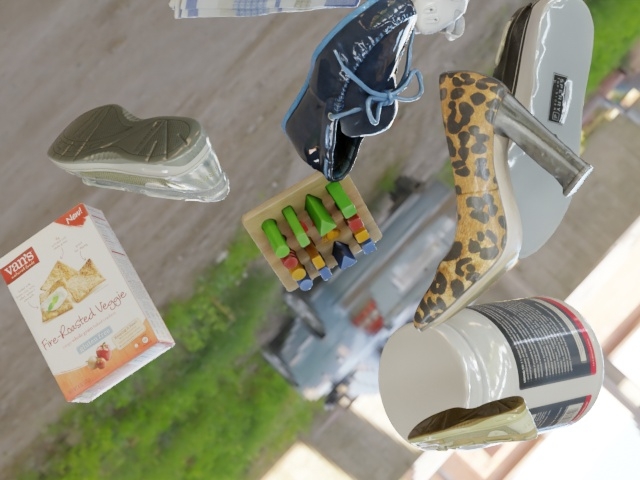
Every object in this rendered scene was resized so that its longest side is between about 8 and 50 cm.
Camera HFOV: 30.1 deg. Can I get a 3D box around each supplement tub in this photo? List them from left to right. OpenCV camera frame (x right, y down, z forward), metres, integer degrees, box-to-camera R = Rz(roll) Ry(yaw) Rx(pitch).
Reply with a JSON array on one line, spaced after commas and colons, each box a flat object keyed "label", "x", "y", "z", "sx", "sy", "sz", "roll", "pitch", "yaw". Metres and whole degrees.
[{"label": "supplement tub", "x": 0.232, "y": 0.179, "z": 1.609, "sx": 0.272, "sy": 0.191, "sz": 0.191, "roll": -4, "pitch": 143, "yaw": -40}]

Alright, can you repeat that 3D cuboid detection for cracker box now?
[{"label": "cracker box", "x": -0.327, "y": 0.086, "z": 1.645, "sx": 0.156, "sy": 0.232, "sz": 0.067, "roll": -34, "pitch": 163, "yaw": 8}]

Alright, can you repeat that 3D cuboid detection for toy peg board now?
[{"label": "toy peg board", "x": 0.000, "y": 0.000, "z": 1.668, "sx": 0.161, "sy": 0.079, "sz": 0.160, "roll": -30, "pitch": 132, "yaw": 1}]

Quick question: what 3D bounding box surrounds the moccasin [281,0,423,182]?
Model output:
[{"label": "moccasin", "x": 0.057, "y": -0.184, "z": 1.461, "sx": 0.138, "sy": 0.117, "sz": 0.342, "roll": -30, "pitch": 168, "yaw": -21}]

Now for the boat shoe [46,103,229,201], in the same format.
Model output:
[{"label": "boat shoe", "x": -0.253, "y": -0.110, "z": 1.609, "sx": 0.320, "sy": 0.103, "sz": 0.118, "roll": 7, "pitch": -129, "yaw": 42}]

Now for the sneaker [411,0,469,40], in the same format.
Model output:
[{"label": "sneaker", "x": 0.119, "y": -0.449, "z": 1.921, "sx": 0.366, "sy": 0.137, "sz": 0.210, "roll": 7, "pitch": 96, "yaw": -34}]

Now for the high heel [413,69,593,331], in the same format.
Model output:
[{"label": "high heel", "x": 0.138, "y": -0.044, "z": 1.270, "sx": 0.261, "sy": 0.186, "sz": 0.093, "roll": -51, "pitch": 167, "yaw": 18}]

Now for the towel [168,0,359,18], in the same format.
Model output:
[{"label": "towel", "x": -0.045, "y": -0.378, "z": 1.535, "sx": 0.285, "sy": 0.034, "sz": 0.209, "roll": -9, "pitch": 143, "yaw": -30}]

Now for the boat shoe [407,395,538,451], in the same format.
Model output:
[{"label": "boat shoe", "x": 0.169, "y": 0.216, "z": 1.342, "sx": 0.153, "sy": 0.048, "sz": 0.056, "roll": -20, "pitch": -167, "yaw": 28}]

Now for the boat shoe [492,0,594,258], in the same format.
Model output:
[{"label": "boat shoe", "x": 0.226, "y": -0.130, "z": 1.364, "sx": 0.105, "sy": 0.113, "sz": 0.306, "roll": 2, "pitch": -97, "yaw": 61}]
